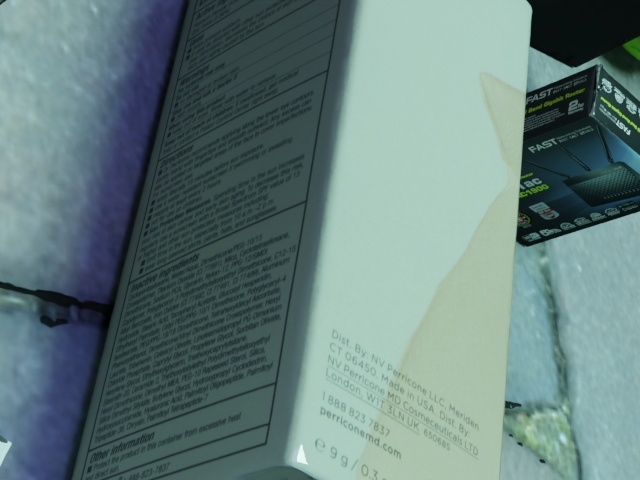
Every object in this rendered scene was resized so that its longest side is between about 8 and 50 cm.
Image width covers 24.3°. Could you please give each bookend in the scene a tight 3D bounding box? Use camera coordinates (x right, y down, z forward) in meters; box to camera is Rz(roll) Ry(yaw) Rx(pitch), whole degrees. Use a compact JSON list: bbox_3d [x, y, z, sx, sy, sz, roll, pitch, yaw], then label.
[{"bbox_3d":[0.174,-0.194,0.950,0.157,0.156,0.072,17,59,-40],"label":"bookend"}]

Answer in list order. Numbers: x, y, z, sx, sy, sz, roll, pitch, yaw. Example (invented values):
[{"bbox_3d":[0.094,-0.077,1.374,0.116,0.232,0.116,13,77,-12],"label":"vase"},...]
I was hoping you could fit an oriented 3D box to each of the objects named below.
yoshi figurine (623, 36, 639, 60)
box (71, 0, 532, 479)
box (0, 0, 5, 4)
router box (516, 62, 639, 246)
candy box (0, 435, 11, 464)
[{"bbox_3d":[0.300,-0.240,1.119,0.203,0.203,0.362,28,35,-3],"label":"yoshi figurine"},{"bbox_3d":[0.000,0.000,0.675,0.121,0.148,0.311,35,50,-33],"label":"box"},{"bbox_3d":[-0.210,-0.168,0.377,0.257,0.079,0.322,-43,109,-17],"label":"box"},{"bbox_3d":[0.140,-0.046,0.864,0.092,0.122,0.038,34,54,-31],"label":"router box"},{"bbox_3d":[-0.216,0.084,0.454,0.196,0.070,0.165,41,46,-26],"label":"candy box"}]
